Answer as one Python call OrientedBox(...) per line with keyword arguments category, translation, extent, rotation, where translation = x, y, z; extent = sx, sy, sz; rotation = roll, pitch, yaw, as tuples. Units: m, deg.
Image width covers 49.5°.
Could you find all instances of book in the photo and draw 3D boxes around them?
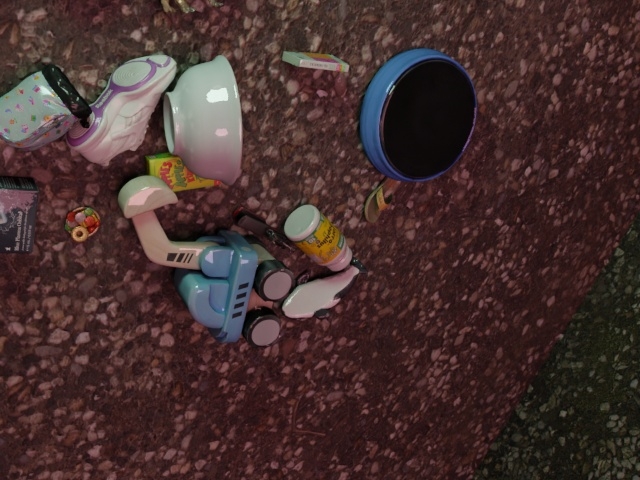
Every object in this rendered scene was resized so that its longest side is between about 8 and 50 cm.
OrientedBox(category="book", translation=(-0.012, -0.456, 1.771), extent=(0.144, 0.096, 0.035), rotation=(-2, 114, -31))

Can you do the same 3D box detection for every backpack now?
OrientedBox(category="backpack", translation=(-0.596, -0.272, 1.458), extent=(0.182, 0.152, 0.115), rotation=(-37, 172, -2))

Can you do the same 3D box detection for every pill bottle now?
OrientedBox(category="pill bottle", translation=(0.000, 0.000, 1.997), extent=(0.117, 0.118, 0.208), rotation=(-48, 129, -3))

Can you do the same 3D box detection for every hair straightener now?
OrientedBox(category="hair straightener", translation=(-0.143, -0.010, 1.922), extent=(0.047, 0.089, 0.230), rotation=(-42, 133, 12))

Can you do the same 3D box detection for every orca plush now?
OrientedBox(category="orca plush", translation=(0.002, 0.152, 2.121), extent=(0.151, 0.102, 0.287), rotation=(43, 73, 5))

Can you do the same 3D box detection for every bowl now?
OrientedBox(category="bowl", translation=(0.295, -0.354, 2.012), extent=(0.392, 0.077, 0.390), rotation=(-13, 116, -28))
OrientedBox(category="bowl", translation=(-0.279, -0.269, 1.582), extent=(0.134, 0.298, 0.297), rotation=(-7, 117, -21))

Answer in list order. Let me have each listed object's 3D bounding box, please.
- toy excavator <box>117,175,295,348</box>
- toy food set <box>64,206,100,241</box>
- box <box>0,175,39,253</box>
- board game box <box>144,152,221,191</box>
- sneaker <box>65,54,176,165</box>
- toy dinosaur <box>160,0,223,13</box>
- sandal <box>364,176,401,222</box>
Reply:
OrientedBox(category="toy excavator", translation=(-0.304, 0.064, 1.772), extent=(0.446, 0.222, 0.432), rotation=(2, 113, -31))
OrientedBox(category="toy food set", translation=(-0.575, -0.042, 1.676), extent=(0.083, 0.020, 0.082), rotation=(-32, 126, -14))
OrientedBox(category="box", translation=(-0.717, -0.058, 1.533), extent=(0.158, 0.093, 0.155), rotation=(1, 113, -31))
OrientedBox(category="board game box", translation=(-0.343, -0.176, 1.739), extent=(0.182, 0.043, 0.092), rotation=(-12, 120, -27))
OrientedBox(category="sneaker", translation=(-0.441, -0.300, 1.594), extent=(0.305, 0.114, 0.152), rotation=(-45, 149, -6))
OrientedBox(category="toy dinosaur", translation=(-0.281, -0.610, 1.514), extent=(0.296, 0.127, 0.200), rotation=(-16, 114, -11))
OrientedBox(category="sandal", translation=(0.194, -0.130, 2.096), extent=(0.072, 0.049, 0.180), rotation=(33, 93, -39))
